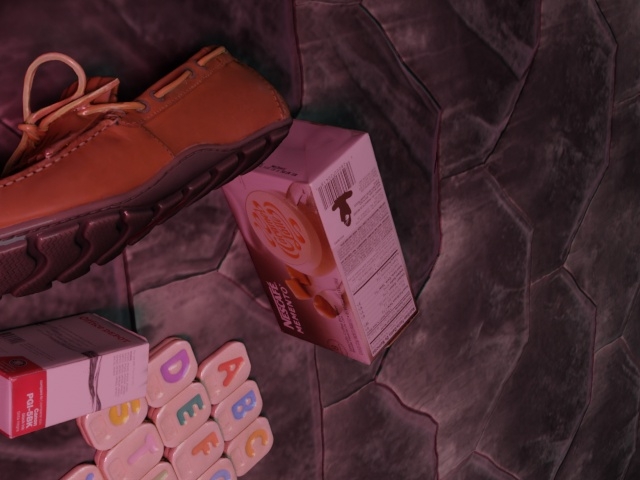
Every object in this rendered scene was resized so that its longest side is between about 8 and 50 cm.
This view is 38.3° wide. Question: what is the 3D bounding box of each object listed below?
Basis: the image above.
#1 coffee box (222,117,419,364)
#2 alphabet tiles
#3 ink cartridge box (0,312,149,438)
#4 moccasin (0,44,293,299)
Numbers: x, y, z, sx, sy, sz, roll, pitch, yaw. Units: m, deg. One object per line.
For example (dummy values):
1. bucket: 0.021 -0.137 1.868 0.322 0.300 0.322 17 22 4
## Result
1. coffee box: 0.000 0.000 0.991 0.098 0.141 0.246 -44 133 -30
2. alphabet tiles: -0.160 0.248 0.987 0.278 0.021 0.284 -38 128 -35
3. ink cartridge box: -0.231 0.113 0.797 0.135 0.099 0.056 -10 111 -46
4. moccasin: -0.179 -0.075 0.763 0.147 0.139 0.380 50 51 3
